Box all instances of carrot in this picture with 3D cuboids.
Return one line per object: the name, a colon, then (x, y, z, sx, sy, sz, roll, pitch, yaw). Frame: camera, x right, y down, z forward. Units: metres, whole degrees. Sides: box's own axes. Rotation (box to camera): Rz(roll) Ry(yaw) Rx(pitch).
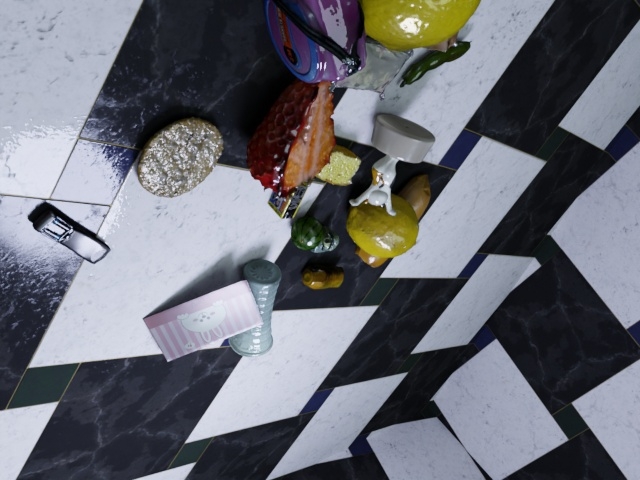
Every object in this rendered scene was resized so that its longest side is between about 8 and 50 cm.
carrot: (0.012, 0.120, 2.233, 0.173, 0.082, 0.082, 4, 126, -48)

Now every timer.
timer: (0.191, -0.201, 1.918, 0.175, 0.175, 0.266, -7, 127, -47)

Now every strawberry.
strawberry: (-0.084, -0.241, 1.604, 0.253, 0.150, 0.280, -51, 155, -31)

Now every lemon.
lemon: (0.192, -0.050, 2.102, 0.260, 0.204, 0.204, 29, 107, -26)
lemon: (0.190, -0.555, 1.367, 0.336, 0.336, 0.336, -30, 148, -22)

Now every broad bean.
broad bean: (0.319, -0.493, 1.863, 0.254, 0.046, 0.065, -32, 155, -16)

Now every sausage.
sausage: (0.256, -0.070, 2.262, 0.354, 0.116, 0.134, -52, 138, 7)

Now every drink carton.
drink carton: (-0.075, -0.142, 1.806, 0.056, 0.071, 0.166, -6, 135, -43)

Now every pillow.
pillow: (0.114, -0.431, 1.683, 0.255, 0.059, 0.169, -5, 131, -50)

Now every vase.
vase: (-0.193, 0.199, 2.039, 0.143, 0.143, 0.299, -21, 139, -34)

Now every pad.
pad: (-0.321, 0.227, 1.914, 0.299, 0.005, 0.202, -21, 133, -6)

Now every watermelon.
watermelon: (-0.035, -0.025, 1.977, 0.109, 0.109, 0.109, -30, 148, -22)

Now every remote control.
remote control: (-0.531, -0.004, 1.470, 0.059, 0.028, 0.212, -44, 150, -2)

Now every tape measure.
tape measure: (-0.001, -0.432, 1.354, 0.149, 0.245, 0.232, -33, 132, -17)

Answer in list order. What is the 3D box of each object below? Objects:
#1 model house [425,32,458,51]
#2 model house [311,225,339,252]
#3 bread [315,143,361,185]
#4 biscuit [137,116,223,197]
model house: (0.262, -0.559, 1.618, 0.172, 0.166, 0.183, -40, 141, -53)
model house: (0.000, 0.000, 2.069, 0.083, 0.079, 0.066, -14, 137, -39)
bread: (0.039, -0.208, 1.869, 0.187, 0.065, 0.103, 8, 121, -52)
biscuit: (-0.308, -0.182, 1.512, 0.220, 0.033, 0.220, -32, 150, -21)
